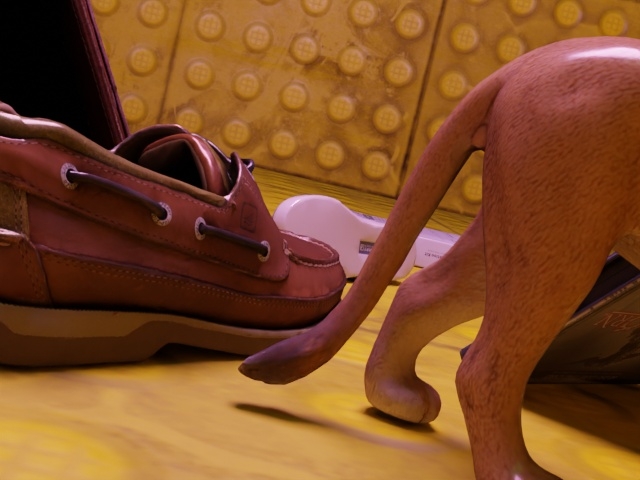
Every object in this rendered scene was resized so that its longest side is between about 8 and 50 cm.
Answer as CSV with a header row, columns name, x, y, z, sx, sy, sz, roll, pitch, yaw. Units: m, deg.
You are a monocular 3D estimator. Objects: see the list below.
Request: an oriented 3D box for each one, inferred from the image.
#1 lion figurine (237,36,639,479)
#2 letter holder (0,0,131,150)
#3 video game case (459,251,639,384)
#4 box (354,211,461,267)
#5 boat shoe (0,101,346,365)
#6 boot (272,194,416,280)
name,x,y,z,sx,sy,sz,roll,pitch,yaw
lion figurine,0.174,-0.001,0.360,0.392,0.240,0.142,14,6,10
letter holder,-0.247,-0.069,0.651,0.152,0.215,0.302,-26,25,-25
video game case,0.235,0.011,0.537,0.196,0.274,0.026,8,52,-44
box,0.096,0.000,1.158,0.186,0.038,0.145,12,7,-3
boat shoe,-0.064,-0.003,0.501,0.110,0.105,0.307,16,6,25
boot,0.000,0.000,0.868,0.086,0.069,0.190,9,-6,39
